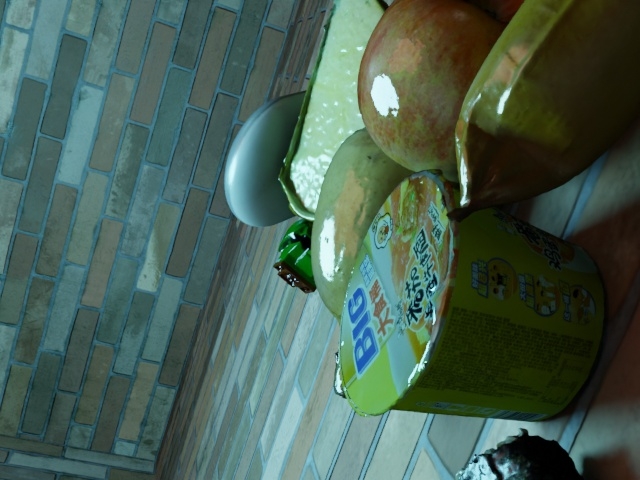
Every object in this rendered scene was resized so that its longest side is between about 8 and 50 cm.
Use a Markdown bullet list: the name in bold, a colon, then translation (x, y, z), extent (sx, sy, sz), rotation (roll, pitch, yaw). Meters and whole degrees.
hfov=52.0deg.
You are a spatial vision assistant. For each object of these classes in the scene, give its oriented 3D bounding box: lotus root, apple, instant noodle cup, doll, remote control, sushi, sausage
- **lotus root**: translation (0.071, 0.018, 0.711), extent (0.183, 0.183, 0.309), rotation (176, 105, -74)
- **apple**: translation (0.054, -0.183, 0.963), extent (0.254, 0.179, 0.346), rotation (-134, 59, -70)
- **instant noodle cup**: translation (0.122, 0.059, 0.541), extent (0.205, 0.153, 0.205), rotation (-164, 90, -77)
- **doll**: translation (-0.005, 0.004, 1.135), extent (0.134, 0.106, 0.186), rotation (-41, 16, 38)
- **remote control**: translation (-0.029, -0.140, 1.078), extent (0.332, 0.103, 0.221), rotation (-28, -44, -47)
- **sushi**: translation (0.133, 0.211, 0.470), extent (0.078, 0.091, 0.150), rotation (-111, 40, -60)
- **apple**: translation (0.139, -0.149, 0.584), extent (0.164, 0.210, 0.209), rotation (95, 177, -46)
- **sausage**: translation (0.191, -0.143, 0.441), extent (0.328, 0.112, 0.112), rotation (-54, 19, 10)
